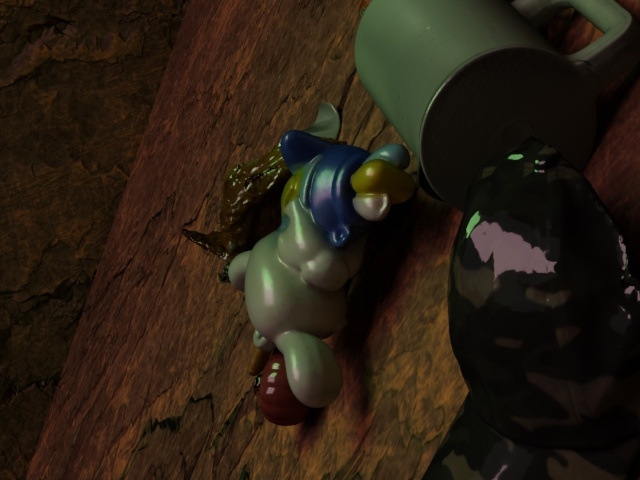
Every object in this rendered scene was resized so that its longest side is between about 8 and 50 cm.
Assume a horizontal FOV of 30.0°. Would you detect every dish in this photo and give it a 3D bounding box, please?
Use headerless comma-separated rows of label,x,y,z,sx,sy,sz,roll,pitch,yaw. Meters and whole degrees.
dish,-0.042,-0.137,2.082,0.234,0.064,0.154,-68,19,-3

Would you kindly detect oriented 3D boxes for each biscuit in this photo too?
biscuit,-0.067,0.098,1.904,0.144,0.033,0.224,117,169,-60

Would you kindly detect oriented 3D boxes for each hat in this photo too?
hat,0.154,0.124,1.108,0.382,0.257,0.366,-46,20,4

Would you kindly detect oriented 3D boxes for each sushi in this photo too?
sushi,-0.070,-0.064,1.887,0.296,0.167,0.179,-49,22,19

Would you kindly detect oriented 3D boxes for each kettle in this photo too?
kettle,0.196,-0.183,1.367,0.318,0.265,0.205,-110,14,-63

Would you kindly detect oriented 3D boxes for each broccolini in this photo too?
broccolini,-0.130,0.053,2.152,0.218,0.042,0.044,-13,58,65

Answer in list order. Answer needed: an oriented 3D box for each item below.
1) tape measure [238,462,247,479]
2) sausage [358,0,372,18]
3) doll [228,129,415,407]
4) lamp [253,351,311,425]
tape measure,-0.190,0.489,1.786,0.164,0.084,0.330,-33,41,52
sausage,0.154,-0.488,1.947,0.348,0.053,0.053,-55,23,32
doll,0.007,0.001,1.634,0.376,0.187,0.366,42,112,44
lamp,-0.046,0.209,1.686,0.107,0.092,0.108,6,-90,-79
